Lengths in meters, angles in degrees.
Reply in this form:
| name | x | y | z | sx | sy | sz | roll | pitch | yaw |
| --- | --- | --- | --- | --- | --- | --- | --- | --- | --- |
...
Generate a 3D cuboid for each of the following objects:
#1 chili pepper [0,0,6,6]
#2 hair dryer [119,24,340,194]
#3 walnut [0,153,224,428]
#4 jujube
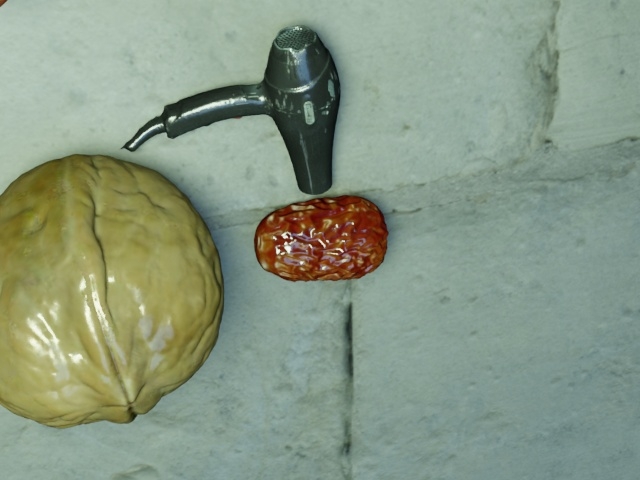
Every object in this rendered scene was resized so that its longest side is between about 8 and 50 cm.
| name | x | y | z | sx | sy | sz | roll | pitch | yaw |
| --- | --- | --- | --- | --- | --- | --- | --- | --- | --- |
| chili pepper | -0.295 | -0.370 | 0.838 | 0.305 | 0.229 | 0.251 | -40 | 111 | 6 |
| hair dryer | -0.107 | -0.137 | 1.177 | 0.272 | 0.091 | 0.235 | -9 | 135 | -3 |
| walnut | -0.250 | 0.058 | 1.076 | 0.277 | 0.313 | 0.252 | 4 | 136 | -33 |
| jujube | 0.000 | 0.000 | 1.277 | 0.176 | 0.109 | 0.112 | -6 | 87 | -10 |
